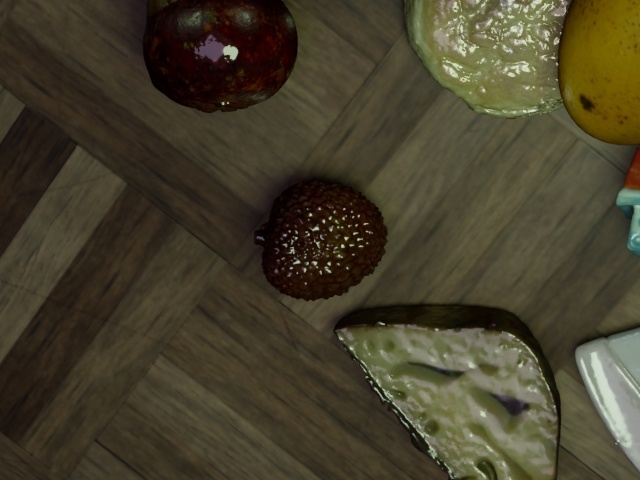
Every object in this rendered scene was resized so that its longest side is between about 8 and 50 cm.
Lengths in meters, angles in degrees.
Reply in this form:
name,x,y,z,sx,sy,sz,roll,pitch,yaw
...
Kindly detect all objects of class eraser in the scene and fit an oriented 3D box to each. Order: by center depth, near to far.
name,x,y,z,sx,sy,sz,roll,pitch,yaw
eraser,0.382,0.187,1.748,0.204,0.059,0.243,-16,99,18

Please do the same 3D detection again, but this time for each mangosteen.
name,x,y,z,sx,sy,sz,roll,pitch,yaw
mangosteen,-0.102,-0.211,1.716,0.146,0.156,0.181,-38,64,46

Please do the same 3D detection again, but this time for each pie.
name,x,y,z,sx,sy,sz,roll,pitch,yaw
pie,0.184,-0.204,1.682,0.218,0.052,0.185,7,106,9

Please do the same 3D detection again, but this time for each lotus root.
name,x,y,z,sx,sy,sz,roll,pitch,yaw
lotus root,0.152,0.152,1.789,0.170,0.074,0.260,-32,95,20

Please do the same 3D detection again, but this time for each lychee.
name,x,y,z,sx,sy,sz,roll,pitch,yaw
lychee,0.001,-0.002,1.754,0.129,0.123,0.123,-12,103,12

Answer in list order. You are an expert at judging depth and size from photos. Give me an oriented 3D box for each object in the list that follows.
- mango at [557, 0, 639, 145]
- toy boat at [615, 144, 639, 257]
name,x,y,z,sx,sy,sz,roll,pitch,yaw
mango,0.318,-0.190,1.550,0.290,0.160,0.191,-34,92,38
toy boat,0.437,0.004,1.618,0.332,0.145,0.133,9,85,16
